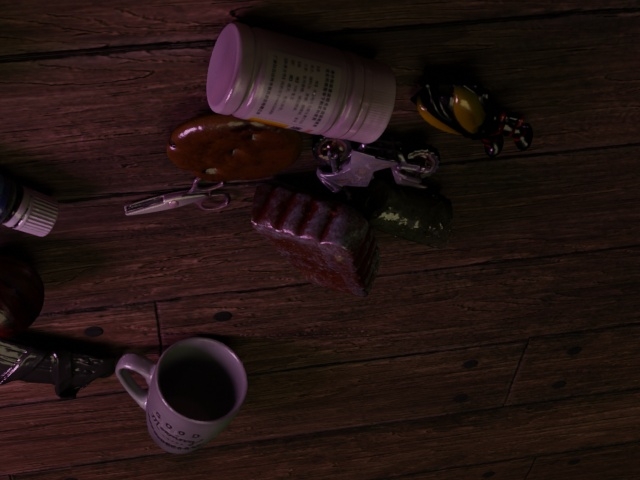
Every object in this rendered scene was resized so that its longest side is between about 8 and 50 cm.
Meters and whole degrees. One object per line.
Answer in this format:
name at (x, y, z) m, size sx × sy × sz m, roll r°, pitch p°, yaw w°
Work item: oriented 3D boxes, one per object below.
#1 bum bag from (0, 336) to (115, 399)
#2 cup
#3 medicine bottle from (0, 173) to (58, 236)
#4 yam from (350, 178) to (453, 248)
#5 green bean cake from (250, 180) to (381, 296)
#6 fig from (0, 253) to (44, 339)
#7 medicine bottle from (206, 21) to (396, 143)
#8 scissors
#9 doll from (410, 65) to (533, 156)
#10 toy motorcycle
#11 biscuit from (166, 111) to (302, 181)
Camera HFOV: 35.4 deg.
bum bag at (-0.555, 0.243, 1.929) m, size 0.326 × 0.079 × 0.142 m, roll 16°, pitch 131°, yaw -31°
cup at (-0.300, 0.314, 2.035) m, size 0.258 × 0.186 × 0.234 m, roll 26°, pitch 141°, yaw -7°
medicine bottle at (-0.509, -0.067, 1.549) m, size 0.203 × 0.083 × 0.083 m, roll 21°, pitch 131°, yaw -38°
yam at (0.149, -0.049, 1.742) m, size 0.183 × 0.107 × 0.107 m, roll 13°, pitch 135°, yaw -26°
green bean cake at (0.000, 0.000, 1.715) m, size 0.199 × 0.097 × 0.232 m, roll 16°, pitch 160°, yaw 22°
fig at (-0.545, 0.087, 1.673) m, size 0.149 × 0.148 × 0.202 m, roll 21°, pitch 157°, yaw 12°
medicine bottle at (-0.028, -0.224, 1.445) m, size 0.250 × 0.133 × 0.133 m, roll 8°, pitch 138°, yaw -26°
scissors at (-0.239, -0.068, 1.670) m, size 0.176 × 0.022 × 0.085 m, roll -13°, pitch 138°, yaw -4°
doll at (0.238, -0.200, 1.586) m, size 0.127 × 0.088 × 0.249 m, roll -33°, pitch 141°, yaw 24°
toy motorcycle at (0.086, -0.119, 1.645) m, size 0.215 × 0.080 × 0.122 m, roll 8°, pitch 135°, yaw -12°
biscuit at (-0.132, -0.142, 1.554) m, size 0.212 × 0.036 × 0.212 m, roll -2°, pitch 158°, yaw -1°
